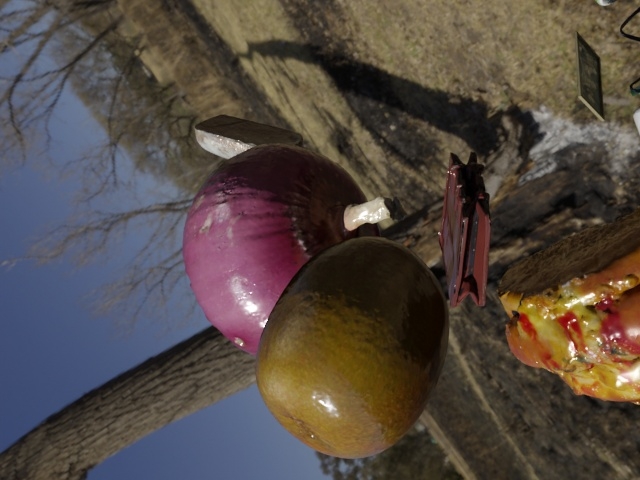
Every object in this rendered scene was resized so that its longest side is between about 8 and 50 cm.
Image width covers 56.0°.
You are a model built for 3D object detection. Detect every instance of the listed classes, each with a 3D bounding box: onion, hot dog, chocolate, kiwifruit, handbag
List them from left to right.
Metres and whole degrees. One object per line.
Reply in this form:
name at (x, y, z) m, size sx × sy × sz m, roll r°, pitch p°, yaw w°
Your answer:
chocolate at (-0.169, -0.222, 1.427) m, size 0.157 × 0.253 × 0.080 m, roll -46°, pitch -32°, yaw -57°
onion at (-0.022, 0.012, 0.959) m, size 0.358 × 0.344 × 0.359 m, roll -12°, pitch -90°, yaw -79°
kiwifruit at (0.040, 0.104, 0.640) m, size 0.195 × 0.234 × 0.196 m, roll 18°, pitch 140°, yaw 16°
handbag at (0.315, -0.021, 1.319) m, size 0.260 × 0.084 × 0.276 m, roll -82°, pitch -10°, yaw -52°
hot dog at (0.287, 0.069, 0.596) m, size 0.150 × 0.153 × 0.256 m, roll 43°, pitch 140°, yaw -10°

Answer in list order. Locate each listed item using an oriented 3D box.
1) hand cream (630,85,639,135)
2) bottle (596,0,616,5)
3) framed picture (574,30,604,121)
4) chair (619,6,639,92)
hand cream at (0.618, -0.115, 0.996) m, size 0.336 × 0.121 × 0.076 m, roll 63°, pitch -167°, yaw 2°
bottle at (0.432, -0.563, 1.076) m, size 0.330 × 0.093 × 0.093 m, roll 59°, pitch 178°, yaw 22°
framed picture at (0.690, -0.421, 1.544) m, size 0.136 × 0.010 × 0.201 m, roll 24°, pitch -118°, yaw -37°
chair at (0.556, -0.255, 0.826) m, size 0.221 × 0.145 × 0.140 m, roll 49°, pitch -175°, yaw 41°
